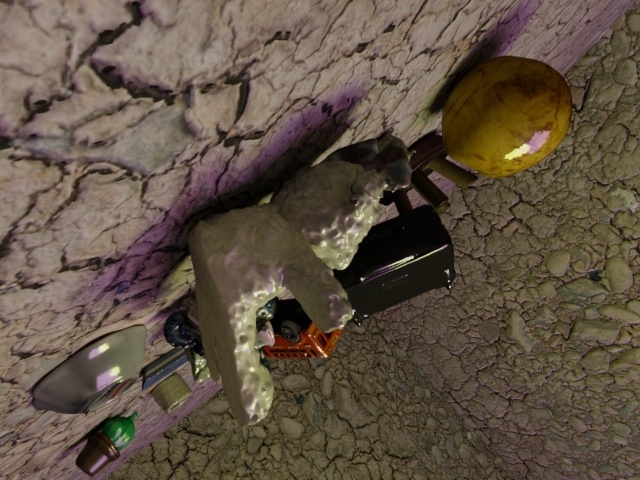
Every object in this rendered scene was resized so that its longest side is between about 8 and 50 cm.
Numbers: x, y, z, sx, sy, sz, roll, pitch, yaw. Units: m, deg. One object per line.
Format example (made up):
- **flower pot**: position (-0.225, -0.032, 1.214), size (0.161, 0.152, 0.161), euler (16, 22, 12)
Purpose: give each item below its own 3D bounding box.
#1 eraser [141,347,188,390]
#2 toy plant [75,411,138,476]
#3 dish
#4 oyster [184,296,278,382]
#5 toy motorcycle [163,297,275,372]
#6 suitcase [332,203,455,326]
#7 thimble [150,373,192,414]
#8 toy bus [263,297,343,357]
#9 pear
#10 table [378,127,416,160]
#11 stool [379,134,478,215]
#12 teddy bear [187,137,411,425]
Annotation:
- **eraser**: position (-0.386, 0.315, 1.205), size (0.225, 0.036, 0.082), euler (-31, 163, -41)
- **toy plant**: position (-0.613, 0.576, 1.302), size (0.200, 0.105, 0.142), euler (-55, 165, -40)
- **dish**: position (-0.402, 0.259, 0.827), size (0.229, 0.081, 0.229), euler (-40, 169, -9)
- **oyster**: position (-0.212, 0.193, 1.076), size (0.351, 0.158, 0.162), euler (-53, 156, -49)
- **toy motorcycle**: position (-0.182, 0.173, 0.941), size (0.108, 0.239, 0.204), euler (-8, -133, 49)
- **suitcase**: position (0.175, 0.068, 1.192), size (0.345, 0.188, 0.339), euler (-22, 154, 6)
- **thimble**: position (-0.478, 0.496, 1.444), size (0.102, 0.090, 0.115), euler (-45, 169, 19)
- **toy bus**: position (-0.110, 0.241, 1.227), size (0.329, 0.153, 0.143), euler (-11, -149, 37)
- **pear**: position (0.418, -0.280, 1.027), size (0.281, 0.280, 0.280), euler (-39, 169, -10)
- **table**: position (0.149, -0.185, 0.976), size (0.083, 0.079, 0.062), euler (-40, 171, -15)
- **stool**: position (0.304, -0.161, 1.325), size (0.272, 0.178, 0.272), euler (-38, 168, -9)
- **teddy bear**: position (-0.018, 0.045, 0.739), size (0.362, 0.375, 0.327), euler (-16, -160, -26)
